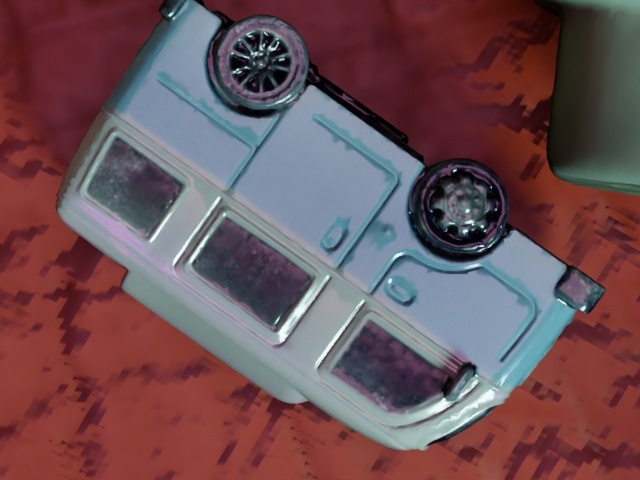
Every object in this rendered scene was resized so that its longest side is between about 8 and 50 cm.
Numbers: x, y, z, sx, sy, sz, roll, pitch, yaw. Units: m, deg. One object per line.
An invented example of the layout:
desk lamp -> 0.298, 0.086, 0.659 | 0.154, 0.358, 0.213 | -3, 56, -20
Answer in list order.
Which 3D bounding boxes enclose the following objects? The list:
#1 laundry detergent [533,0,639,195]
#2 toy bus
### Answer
laundry detergent -> 0.130, -0.204, 0.415 | 0.264, 0.125, 0.398 | 8, 90, -4
toy bus -> 0.000, 0.000, 0.434 | 0.123, 0.060, 0.075 | 36, 92, 0
